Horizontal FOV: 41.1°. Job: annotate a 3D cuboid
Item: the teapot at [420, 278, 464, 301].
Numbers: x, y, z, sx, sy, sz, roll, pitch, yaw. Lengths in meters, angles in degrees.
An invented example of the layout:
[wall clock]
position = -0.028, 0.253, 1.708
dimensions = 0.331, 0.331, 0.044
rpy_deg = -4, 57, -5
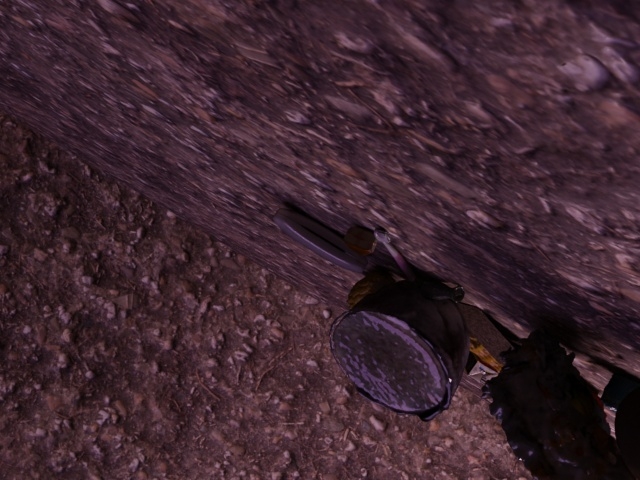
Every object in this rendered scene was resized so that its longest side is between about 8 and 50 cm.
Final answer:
[teapot]
position = 0.246, 0.103, 1.709
dimensions = 0.043, 0.042, 0.111
rpy_deg = 34, 168, -23

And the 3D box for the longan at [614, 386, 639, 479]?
[longan]
position = 0.561, 0.306, 1.305
dimensions = 0.197, 0.196, 0.220
rpy_deg = 33, 163, -14

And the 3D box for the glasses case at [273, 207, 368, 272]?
[glasses case]
position = 0.000, 0.000, 1.889
dimensions = 0.233, 0.059, 0.092
rpy_deg = 30, 173, -4

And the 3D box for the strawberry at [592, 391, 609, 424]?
[strawberry]
position = 0.544, 0.362, 1.935
dimensions = 0.174, 0.098, 0.228
rpy_deg = -14, 134, 43

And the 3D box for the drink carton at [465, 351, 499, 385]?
[drink carton]
position = 0.413, 0.326, 2.242
dimensions = 0.071, 0.056, 0.165
rpy_deg = 34, -171, -5

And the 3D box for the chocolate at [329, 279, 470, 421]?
[chocolate]
position = 0.196, 0.210, 1.858
dimensions = 0.303, 0.213, 0.303
rpy_deg = 23, 136, 24

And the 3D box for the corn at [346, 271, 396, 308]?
[corn]
position = 0.131, 0.130, 2.081
dimensions = 0.106, 0.106, 0.305
rpy_deg = 30, 167, 1

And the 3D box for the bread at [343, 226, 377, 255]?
[bread]
position = 0.077, 0.000, 1.676
dimensions = 0.062, 0.043, 0.109
rpy_deg = 29, 173, 0

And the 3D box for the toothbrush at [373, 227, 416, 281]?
[toothbrush]
position = 0.154, 0.033, 1.688
dimensions = 0.025, 0.020, 0.286
rpy_deg = 19, 167, 25

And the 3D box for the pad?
[pad]
position = 0.372, 0.213, 1.882
dimensions = 0.235, 0.003, 0.158
rpy_deg = 46, 167, -20

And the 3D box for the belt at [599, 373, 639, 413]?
[belt]
position = 0.670, 0.348, 1.582
dimensions = 0.302, 0.072, 0.087
rpy_deg = 30, 168, 19

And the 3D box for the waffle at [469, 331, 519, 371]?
[waffle]
position = 0.459, 0.296, 2.072
dimensions = 0.291, 0.051, 0.291
rpy_deg = 31, 170, 6

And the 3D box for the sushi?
[sushi]
position = 0.438, 0.361, 1.535
dimensions = 0.417, 0.176, 0.417
rpy_deg = 56, -166, -21
